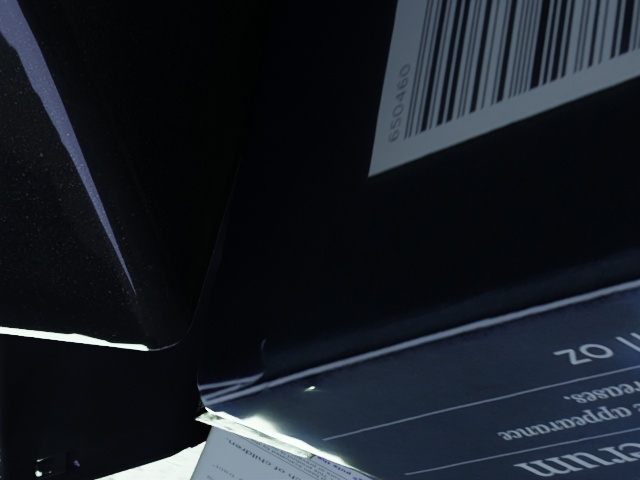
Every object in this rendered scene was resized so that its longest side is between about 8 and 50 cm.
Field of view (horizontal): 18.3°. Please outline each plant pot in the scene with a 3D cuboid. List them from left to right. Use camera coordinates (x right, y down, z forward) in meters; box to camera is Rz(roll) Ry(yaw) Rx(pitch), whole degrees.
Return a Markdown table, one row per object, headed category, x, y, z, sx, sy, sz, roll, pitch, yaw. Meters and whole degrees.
| category | x | y | z | sx | sy | sz | roll | pitch | yaw |
| --- | --- | --- | --- | --- | --- | --- | --- | --- | --- |
| plant pot | -0.126 | -0.095 | 0.671 | 0.187 | 0.188 | 0.167 | 6 | 143 | 13 |

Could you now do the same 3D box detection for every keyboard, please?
| category | x | y | z | sx | sy | sz | roll | pitch | yaw |
| --- | --- | --- | --- | --- | --- | --- | --- | --- | --- |
| keyboard | -0.130 | 0.017 | 0.892 | 0.201 | 0.033 | 0.317 | -15 | 141 | -20 |

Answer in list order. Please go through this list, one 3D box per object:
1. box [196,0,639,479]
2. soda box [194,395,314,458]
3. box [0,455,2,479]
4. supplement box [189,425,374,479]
| category | x | y | z | sx | sy | sz | roll | pitch | yaw |
| --- | --- | --- | --- | --- | --- | --- | --- | --- | --- |
| box | 0.210 | 0.004 | 0.681 | 0.395 | 0.212 | 0.293 | 25 | 152 | -31 |
| soda box | 0.000 | 0.000 | 0.819 | 0.060 | 0.169 | 0.053 | 21 | 155 | -22 |
| box | -0.180 | 0.013 | 0.933 | 0.216 | 0.060 | 0.270 | -35 | 142 | 11 |
| supplement box | 0.008 | 0.098 | 0.958 | 0.114 | 0.111 | 0.220 | 27 | 149 | 3 |
